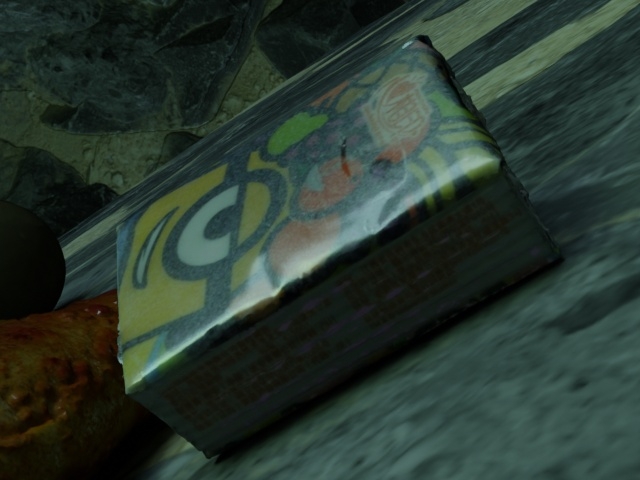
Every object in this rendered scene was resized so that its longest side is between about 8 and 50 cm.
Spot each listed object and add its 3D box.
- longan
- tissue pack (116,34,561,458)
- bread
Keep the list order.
[{"bbox_3d":[-0.343,0.040,1.132,0.189,0.189,0.189,-32,10,6],"label":"longan"},{"bbox_3d":[0.000,0.000,0.427,0.148,0.060,0.108,-32,34,10],"label":"tissue pack"},{"bbox_3d":[-0.131,0.072,0.477,0.139,0.095,0.269,-16,14,37],"label":"bread"}]
